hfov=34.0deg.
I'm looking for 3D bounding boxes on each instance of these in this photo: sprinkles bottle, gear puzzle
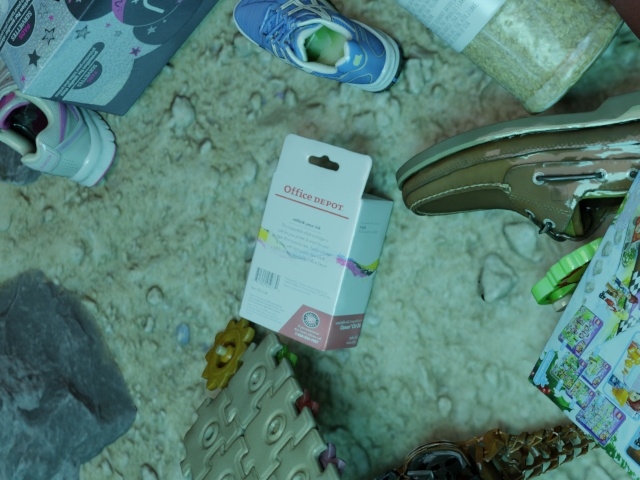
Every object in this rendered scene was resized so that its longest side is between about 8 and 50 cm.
[{"bbox_3d":[0.087,-0.259,0.887,0.355,0.121,0.121,39,111,-1],"label":"sprinkles bottle"},{"bbox_3d":[-0.067,0.194,1.036,0.175,0.044,0.339,-51,31,13],"label":"gear puzzle"}]

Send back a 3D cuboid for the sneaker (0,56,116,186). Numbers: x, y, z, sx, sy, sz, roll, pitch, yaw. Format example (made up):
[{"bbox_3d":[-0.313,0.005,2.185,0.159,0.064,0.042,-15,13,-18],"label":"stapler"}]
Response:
[{"bbox_3d":[-0.354,-0.175,1.281,0.103,0.111,0.252,-50,63,21],"label":"sneaker"}]

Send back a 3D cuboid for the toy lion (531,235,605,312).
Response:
[{"bbox_3d":[0.223,0.026,0.901,0.100,0.096,0.034,-36,69,27],"label":"toy lion"}]

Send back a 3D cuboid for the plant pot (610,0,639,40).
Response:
[{"bbox_3d":[0.350,-0.206,0.715,0.267,0.236,0.267,-45,65,-3],"label":"plant pot"}]

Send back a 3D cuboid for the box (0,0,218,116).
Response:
[{"bbox_3d":[-0.237,-0.280,1.178,0.247,0.163,0.142,-46,64,24],"label":"box"}]

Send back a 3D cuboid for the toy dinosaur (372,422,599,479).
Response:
[{"bbox_3d":[0.100,0.240,0.929,0.164,0.218,0.322,36,104,-10],"label":"toy dinosaur"}]

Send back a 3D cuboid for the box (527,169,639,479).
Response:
[{"bbox_3d":[0.294,0.065,0.788,0.201,0.057,0.293,46,135,32],"label":"box"}]

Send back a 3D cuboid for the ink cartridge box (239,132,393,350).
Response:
[{"bbox_3d":[0.000,0.000,1.067,0.115,0.067,0.198,20,100,32],"label":"ink cartridge box"}]

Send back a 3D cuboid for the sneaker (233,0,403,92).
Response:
[{"bbox_3d":[-0.015,-0.217,1.078,0.211,0.081,0.080,26,103,33],"label":"sneaker"}]

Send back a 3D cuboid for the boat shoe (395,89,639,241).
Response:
[{"bbox_3d":[0.206,-0.052,0.907,0.307,0.111,0.104,-14,79,32],"label":"boat shoe"}]
